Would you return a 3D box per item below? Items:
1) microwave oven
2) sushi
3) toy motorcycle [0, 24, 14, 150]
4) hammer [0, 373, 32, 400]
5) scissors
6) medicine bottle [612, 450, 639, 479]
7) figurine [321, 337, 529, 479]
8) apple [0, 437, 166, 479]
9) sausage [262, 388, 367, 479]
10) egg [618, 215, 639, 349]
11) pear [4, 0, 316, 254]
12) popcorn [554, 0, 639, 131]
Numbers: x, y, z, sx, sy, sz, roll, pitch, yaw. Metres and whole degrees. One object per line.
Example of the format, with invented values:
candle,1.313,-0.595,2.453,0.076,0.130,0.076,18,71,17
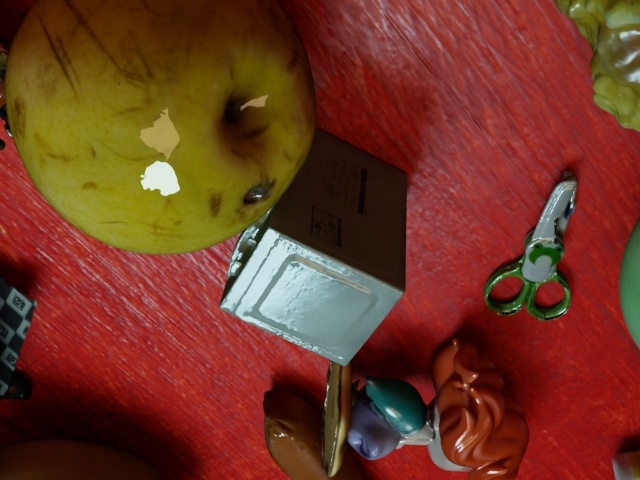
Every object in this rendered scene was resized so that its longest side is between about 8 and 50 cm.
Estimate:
microwave oven,0.000,0.000,0.843,0.162,0.208,0.122,27,125,-12
sushi,-0.435,0.099,1.078,0.139,0.031,0.201,35,125,4
toy motorcycle,-0.430,-0.190,0.795,0.401,0.134,0.207,19,156,10
hammer,-0.551,0.221,1.167,0.288,0.033,0.111,-8,81,4
scissors,0.250,0.010,0.932,0.101,0.027,0.204,6,129,-1
medicine bottle,0.521,0.331,1.065,0.258,0.143,0.143,-11,124,15
figurine,0.138,0.217,1.016,0.257,0.181,0.208,5,98,-5
apple,-0.367,0.444,1.143,0.357,0.357,0.357,4,127,5
sausage,0.010,0.336,1.164,0.094,0.097,0.348,-20,122,9
egg,0.415,0.027,0.802,0.221,0.220,0.269,16,127,-5
pear,-0.133,-0.121,0.722,0.281,0.280,0.280,4,127,5
popcorn,0.314,-0.190,0.656,0.249,0.225,0.249,-2,126,-3
